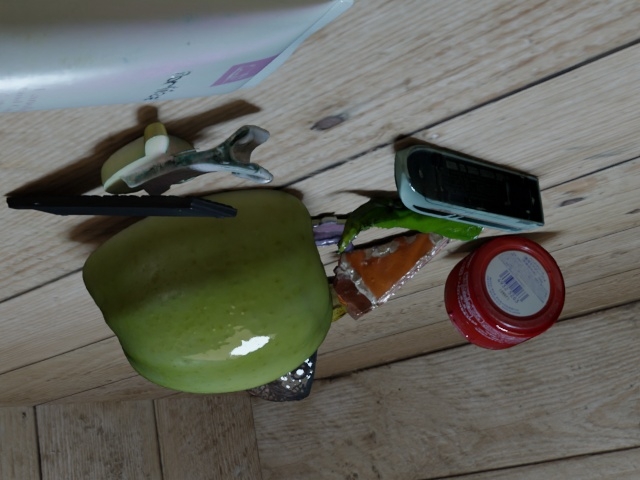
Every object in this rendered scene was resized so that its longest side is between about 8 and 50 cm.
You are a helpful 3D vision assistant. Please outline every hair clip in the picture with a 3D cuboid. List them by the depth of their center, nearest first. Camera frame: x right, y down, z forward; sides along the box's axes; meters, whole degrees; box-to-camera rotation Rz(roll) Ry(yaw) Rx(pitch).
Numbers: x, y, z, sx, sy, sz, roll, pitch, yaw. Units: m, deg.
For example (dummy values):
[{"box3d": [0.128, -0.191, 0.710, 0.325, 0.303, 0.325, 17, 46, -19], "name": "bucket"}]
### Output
[{"box3d": [-0.168, -0.093, 1.132, 0.219, 0.071, 0.159, -10, 165, 22], "name": "hair clip"}, {"box3d": [-0.003, -0.008, 1.655, 0.187, 0.056, 0.146, -12, 168, -29], "name": "hair clip"}]

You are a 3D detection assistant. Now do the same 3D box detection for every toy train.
[{"box3d": [0.208, -0.074, 1.453, 0.088, 0.086, 0.407, -13, 166, 37], "name": "toy train"}]

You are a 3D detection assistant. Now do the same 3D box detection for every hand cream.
[{"box3d": [-0.158, -0.164, 0.806, 0.359, 0.117, 0.185, -7, 164, -38], "name": "hand cream"}, {"box3d": [0.384, 0.109, 2.013, 0.230, 0.230, 0.149, -6, 164, -15], "name": "hand cream"}]

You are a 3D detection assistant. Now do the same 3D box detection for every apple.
[{"box3d": [-0.168, 0.089, 1.513, 0.361, 0.319, 0.311, -17, -174, -3], "name": "apple"}]

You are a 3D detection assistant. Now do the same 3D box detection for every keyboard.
[{"box3d": [-0.257, -0.043, 1.213, 0.310, 0.018, 0.101, 1, 174, 31], "name": "keyboard"}]

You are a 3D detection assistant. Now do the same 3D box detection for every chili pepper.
[{"box3d": [0.154, -0.030, 1.604, 0.359, 0.076, 0.085, -2, 145, -44], "name": "chili pepper"}]

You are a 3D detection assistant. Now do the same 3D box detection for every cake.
[{"box3d": [0.144, 0.032, 1.847, 0.287, 0.135, 0.098, -34, 155, 12], "name": "cake"}]

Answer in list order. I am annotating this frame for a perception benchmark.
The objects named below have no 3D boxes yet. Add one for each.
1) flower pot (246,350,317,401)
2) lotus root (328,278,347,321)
[{"box3d": [-0.154, 0.186, 1.911, 0.267, 0.266, 0.266, 3, 164, -9], "name": "flower pot"}, {"box3d": [-0.040, 0.140, 2.110, 0.259, 0.097, 0.110, -5, 168, -5], "name": "lotus root"}]
